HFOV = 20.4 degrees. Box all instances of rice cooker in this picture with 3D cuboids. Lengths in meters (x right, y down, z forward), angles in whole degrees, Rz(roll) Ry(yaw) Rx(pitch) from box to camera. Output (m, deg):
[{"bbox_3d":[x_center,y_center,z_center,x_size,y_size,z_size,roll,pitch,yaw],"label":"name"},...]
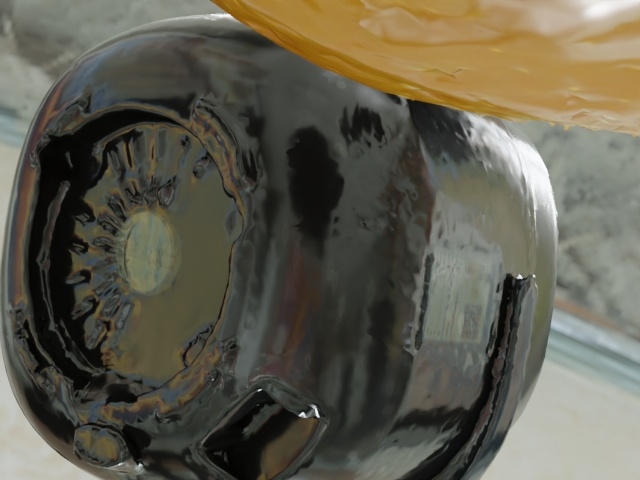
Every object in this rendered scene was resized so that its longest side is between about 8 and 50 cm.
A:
[{"bbox_3d":[-0.024,0.018,0.883,0.267,0.267,0.224,42,-160,30],"label":"rice cooker"}]

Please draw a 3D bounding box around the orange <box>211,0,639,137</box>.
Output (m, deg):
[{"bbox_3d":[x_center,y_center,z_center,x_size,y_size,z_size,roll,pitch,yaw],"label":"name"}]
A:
[{"bbox_3d":[0.069,-0.187,0.379,0.341,0.340,0.293,13,-162,-9],"label":"orange"}]
